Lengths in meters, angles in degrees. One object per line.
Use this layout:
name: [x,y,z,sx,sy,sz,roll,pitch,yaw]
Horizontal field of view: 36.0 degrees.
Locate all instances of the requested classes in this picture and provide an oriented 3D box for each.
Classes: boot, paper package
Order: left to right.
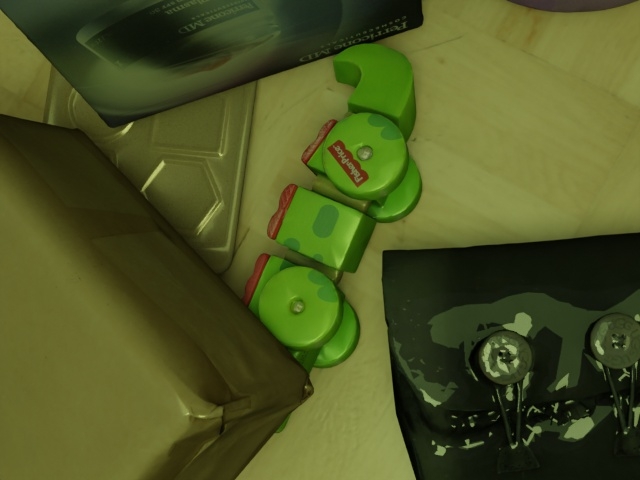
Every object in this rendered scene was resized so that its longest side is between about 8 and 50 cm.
paper package: [-0.226,0.108,0.741,0.325,0.168,0.309,45,107,20]
boot: [0.262,0.004,0.757,0.445,0.146,0.367,-10,80,12]

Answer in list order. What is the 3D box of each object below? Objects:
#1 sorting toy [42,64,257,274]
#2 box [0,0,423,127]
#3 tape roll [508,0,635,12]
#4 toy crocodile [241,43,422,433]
sorting toy: [-0.158,-0.078,0.880,0.193,0.038,0.208,6,80,10]
box: [-0.086,-0.250,0.738,0.296,0.294,0.183,-18,75,3]
tape roll: [0.207,-0.328,0.786,0.275,0.090,0.275,-1,83,8]
toy crocodile: [0.000,0.000,0.804,0.105,0.115,0.340,22,85,16]
